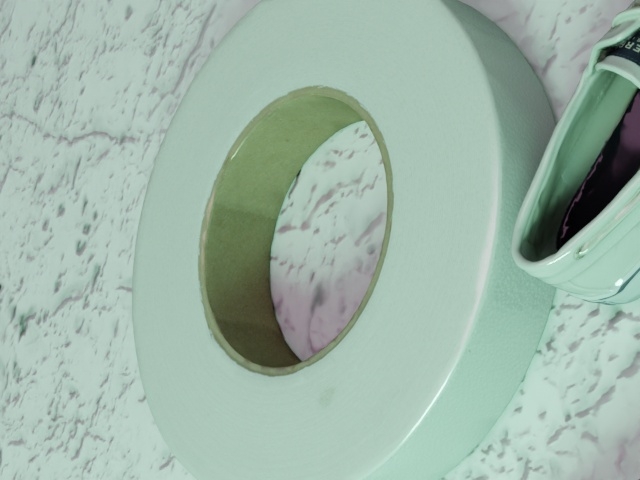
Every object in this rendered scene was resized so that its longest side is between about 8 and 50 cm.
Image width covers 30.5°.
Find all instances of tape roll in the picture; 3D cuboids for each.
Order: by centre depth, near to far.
[{"bbox_3d":[0.000,0.000,0.840,0.392,0.072,0.392,-16,68,45],"label":"tape roll"}]

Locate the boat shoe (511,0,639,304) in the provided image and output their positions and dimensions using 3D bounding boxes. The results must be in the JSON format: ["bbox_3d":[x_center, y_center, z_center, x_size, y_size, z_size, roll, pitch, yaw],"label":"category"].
[{"bbox_3d":[0.188,-0.090,0.640,0.096,0.088,0.267,47,115,45],"label":"boat shoe"}]

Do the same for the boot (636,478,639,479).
[{"bbox_3d":[0.231,0.175,0.525,0.269,0.089,0.236,-53,38,26],"label":"boot"}]
